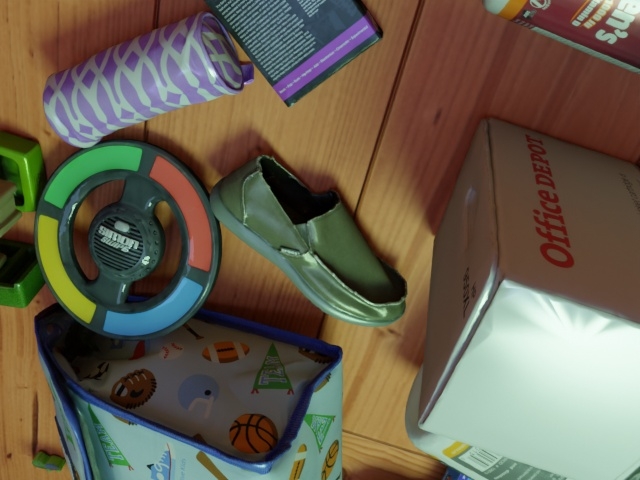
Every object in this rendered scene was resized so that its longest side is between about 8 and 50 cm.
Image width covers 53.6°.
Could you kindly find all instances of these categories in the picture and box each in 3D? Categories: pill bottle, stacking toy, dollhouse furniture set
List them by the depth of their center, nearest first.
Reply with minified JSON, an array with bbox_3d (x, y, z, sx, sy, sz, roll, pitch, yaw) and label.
[{"bbox_3d":[0.249,-0.198,0.489,0.221,0.121,0.121,22,123,-1],"label":"pill bottle"},{"bbox_3d":[-0.426,0.027,0.663,0.151,0.302,0.198,10,125,3],"label":"dollhouse furniture set"},{"bbox_3d":[0.250,0.223,0.723,0.278,0.162,0.162,31,122,-8],"label":"pill bottle"},{"bbox_3d":[-0.381,0.399,0.960,0.221,0.167,0.052,0,126,13],"label":"stacking toy"}]

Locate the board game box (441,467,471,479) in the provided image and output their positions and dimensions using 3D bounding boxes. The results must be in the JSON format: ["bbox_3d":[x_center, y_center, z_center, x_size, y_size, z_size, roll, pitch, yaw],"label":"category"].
[{"bbox_3d":[0.261,0.375,0.862,0.210,0.047,0.160,14,117,-3],"label":"board game box"}]

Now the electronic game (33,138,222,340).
[{"bbox_3d":[-0.220,0.001,0.715,0.229,0.048,0.230,2,98,13],"label":"electronic game"}]

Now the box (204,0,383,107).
[{"bbox_3d":[-0.034,-0.223,0.590,0.116,0.029,0.162,-31,112,26],"label":"box"}]

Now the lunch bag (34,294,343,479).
[{"bbox_3d":[-0.183,0.262,0.806,0.385,0.239,0.328,15,125,21],"label":"lunch bag"}]

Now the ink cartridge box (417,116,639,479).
[{"bbox_3d":[0.298,0.069,0.543,0.394,0.285,0.166,18,123,1],"label":"ink cartridge box"}]

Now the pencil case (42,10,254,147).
[{"bbox_3d":[-0.177,-0.153,0.632,0.206,0.086,0.088,-13,150,21],"label":"pencil case"}]

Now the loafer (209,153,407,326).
[{"bbox_3d":[0.000,0.000,0.679,0.251,0.094,0.087,35,126,-10],"label":"loafer"}]
